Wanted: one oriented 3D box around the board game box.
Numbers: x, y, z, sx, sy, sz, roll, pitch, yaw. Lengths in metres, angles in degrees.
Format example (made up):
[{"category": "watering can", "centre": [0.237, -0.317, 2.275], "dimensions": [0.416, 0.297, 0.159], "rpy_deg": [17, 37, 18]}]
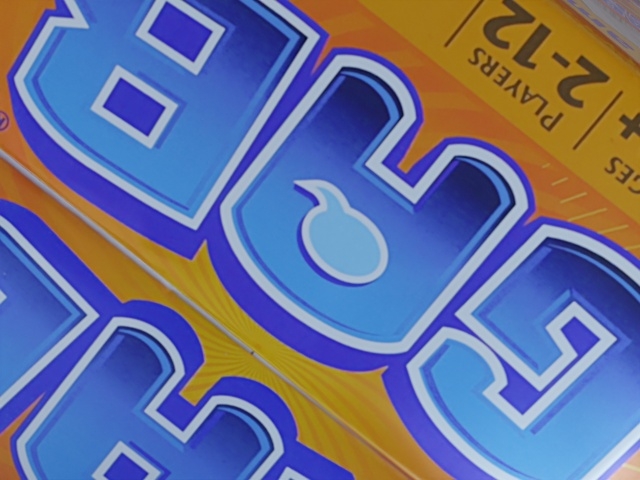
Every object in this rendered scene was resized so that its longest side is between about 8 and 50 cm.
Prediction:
[{"category": "board game box", "centre": [0.000, 0.000, 0.846], "dimensions": [0.356, 0.356, 0.356], "rpy_deg": [38, 16, -2]}]
